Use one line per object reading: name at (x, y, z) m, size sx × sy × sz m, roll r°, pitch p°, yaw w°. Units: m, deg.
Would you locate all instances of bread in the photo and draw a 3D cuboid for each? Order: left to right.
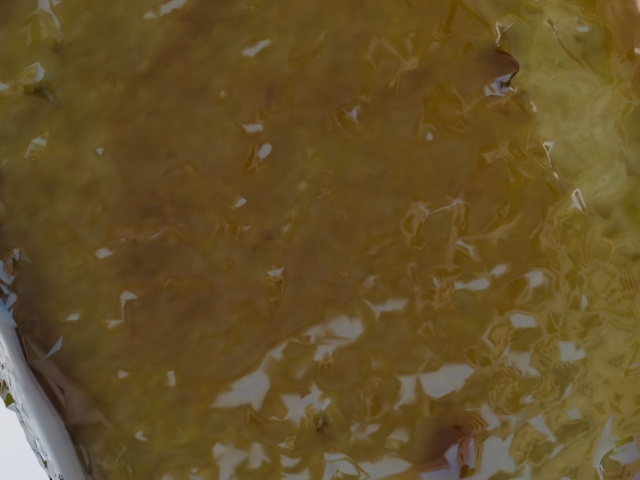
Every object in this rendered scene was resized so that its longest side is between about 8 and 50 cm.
bread at (0.002, 0.002, 0.574) m, size 0.337 × 0.358 × 0.204 m, roll -24°, pitch -170°, yaw 4°
